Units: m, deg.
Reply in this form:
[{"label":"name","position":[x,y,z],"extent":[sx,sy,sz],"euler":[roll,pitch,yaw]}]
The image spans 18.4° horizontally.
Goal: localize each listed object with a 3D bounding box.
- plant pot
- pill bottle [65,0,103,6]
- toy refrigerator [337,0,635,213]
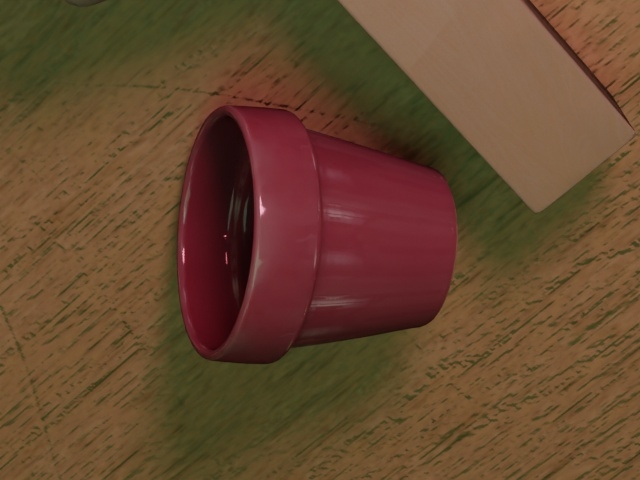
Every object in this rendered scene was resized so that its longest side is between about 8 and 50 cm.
[{"label":"plant pot","position":[0.000,0.000,1.547],"extent":[0.180,0.201,0.201],"euler":[4,121,-21]},{"label":"pill bottle","position":[-0.065,-0.286,1.381],"extent":[0.301,0.169,0.169],"euler":[-18,119,11]},{"label":"toy refrigerator","position":[0.112,-0.157,1.505],"extent":[0.102,0.094,0.269],"euler":[-40,114,13]}]
